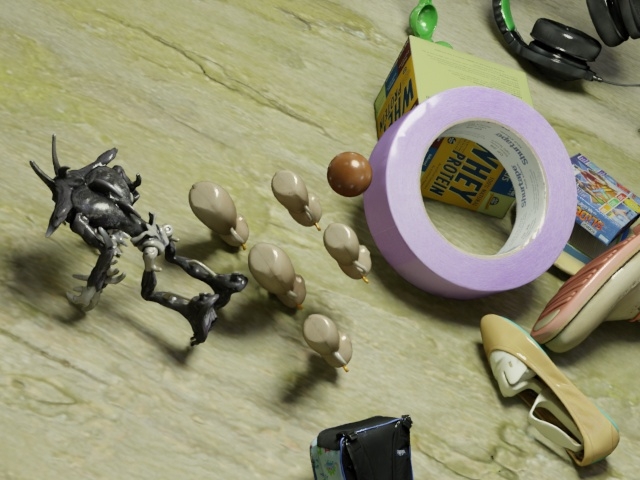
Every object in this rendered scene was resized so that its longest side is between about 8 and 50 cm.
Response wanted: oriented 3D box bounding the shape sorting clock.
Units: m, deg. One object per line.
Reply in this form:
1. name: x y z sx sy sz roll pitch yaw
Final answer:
1. shape sorting clock: 0.381 -0.012 1.877 0.206 0.040 0.206 18 43 -17

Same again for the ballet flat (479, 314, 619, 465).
1. ballet flat: 0.270 0.185 1.574 0.073 0.080 0.232 -34 66 -31

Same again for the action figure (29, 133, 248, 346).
1. action figure: -0.227 0.008 1.439 0.276 0.141 0.164 40 40 -10

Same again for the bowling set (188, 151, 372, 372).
1. bowling set: 0.000 0.000 1.512 0.200 0.154 0.287 -38 70 -1

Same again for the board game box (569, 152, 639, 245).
1. board game box: 0.399 -0.064 1.856 0.136 0.035 0.201 40 25 14

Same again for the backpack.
1. backpack: 0.047 0.251 1.356 0.105 0.084 0.114 -11 93 -35

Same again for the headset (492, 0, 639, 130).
1. headset: 0.473 -0.362 2.190 0.394 0.243 0.185 56 25 11

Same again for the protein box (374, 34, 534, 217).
1. protein box: 0.200 -0.168 1.870 0.200 0.136 0.201 15 40 -16

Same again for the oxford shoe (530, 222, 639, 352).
1. oxford shoe: 0.455 0.059 1.742 0.397 0.140 0.146 -33 85 -26

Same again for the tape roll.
1. tape roll: 0.199 -0.061 1.682 0.275 0.090 0.274 4 79 -19

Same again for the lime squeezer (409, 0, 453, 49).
1. lime squeezer: 0.209 -0.342 2.104 0.059 0.110 0.310 -13 83 -58
